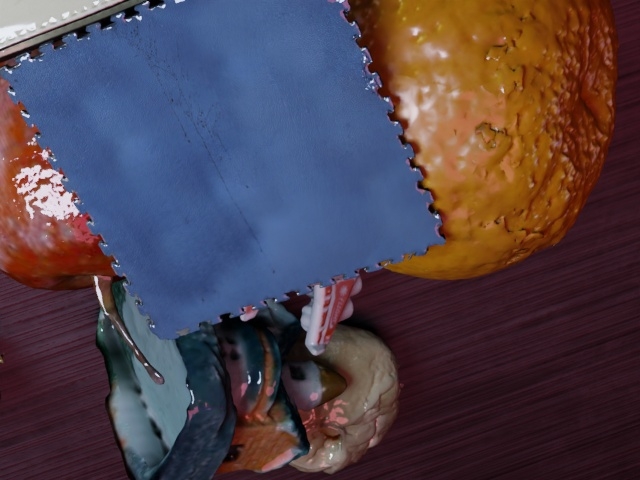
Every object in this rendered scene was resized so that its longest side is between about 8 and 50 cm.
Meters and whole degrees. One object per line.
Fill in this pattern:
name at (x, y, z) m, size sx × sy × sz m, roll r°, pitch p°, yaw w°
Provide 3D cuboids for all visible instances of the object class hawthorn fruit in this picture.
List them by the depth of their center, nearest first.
hawthorn fruit at (-0.216, -0.065, 0.989) m, size 0.235 × 0.263 × 0.231 m, roll 13°, pitch 125°, yaw -12°

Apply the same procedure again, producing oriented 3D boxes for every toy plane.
toy plane at (-0.003, -0.001, 1.186) m, size 0.252 × 0.118 × 0.252 m, roll -25°, pitch 123°, yaw -45°

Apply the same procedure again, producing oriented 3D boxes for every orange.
orange at (0.101, -0.134, 1.005) m, size 0.293 × 0.340 × 0.340 m, roll 9°, pitch 147°, yaw 31°

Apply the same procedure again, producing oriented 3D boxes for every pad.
pad at (-0.070, -0.063, 0.856) m, size 0.269 × 0.012 × 0.270 m, roll -17°, pitch 116°, yaw 15°

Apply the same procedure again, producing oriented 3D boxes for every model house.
model house at (-0.084, 0.133, 1.238) m, size 0.291 × 0.253 × 0.184 m, roll 6°, pitch 128°, yaw -35°

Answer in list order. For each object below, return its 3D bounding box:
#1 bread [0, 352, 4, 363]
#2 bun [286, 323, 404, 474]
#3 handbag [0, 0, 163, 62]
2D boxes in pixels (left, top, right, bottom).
bread at (-0.424, 0.172, 1.201) m, size 0.160 × 0.140 × 0.169 m, roll 9°, pitch 132°, yaw -15°
bun at (0.005, 0.206, 1.413) m, size 0.220 × 0.134 × 0.220 m, roll -9°, pitch 133°, yaw -9°
handbag at (-0.262, -0.249, 0.822) m, size 0.358 × 0.160 × 0.237 m, roll -22°, pitch 98°, yaw -2°
